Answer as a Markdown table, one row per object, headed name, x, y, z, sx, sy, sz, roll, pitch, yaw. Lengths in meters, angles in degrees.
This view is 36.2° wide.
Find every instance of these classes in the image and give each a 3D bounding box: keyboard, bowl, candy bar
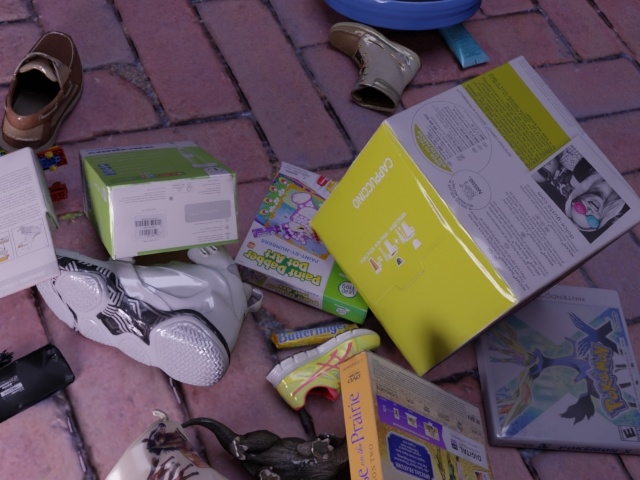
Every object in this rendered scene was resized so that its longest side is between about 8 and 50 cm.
| name | x | y | z | sx | sy | sz | roll | pitch | yaw |
| --- | --- | --- | --- | --- | --- | --- | --- | --- | --- |
| keyboard | -0.482 | 0.219 | 1.497 | 0.192 | 0.038 | 0.100 | -28 | 88 | -32 |
| bowl | 0.182 | -0.581 | 2.186 | 0.391 | 0.077 | 0.391 | 2 | 38 | -2 |
| candy bar | -0.009 | 0.162 | 1.666 | 0.161 | 0.018 | 0.040 | -6 | 29 | -19 |

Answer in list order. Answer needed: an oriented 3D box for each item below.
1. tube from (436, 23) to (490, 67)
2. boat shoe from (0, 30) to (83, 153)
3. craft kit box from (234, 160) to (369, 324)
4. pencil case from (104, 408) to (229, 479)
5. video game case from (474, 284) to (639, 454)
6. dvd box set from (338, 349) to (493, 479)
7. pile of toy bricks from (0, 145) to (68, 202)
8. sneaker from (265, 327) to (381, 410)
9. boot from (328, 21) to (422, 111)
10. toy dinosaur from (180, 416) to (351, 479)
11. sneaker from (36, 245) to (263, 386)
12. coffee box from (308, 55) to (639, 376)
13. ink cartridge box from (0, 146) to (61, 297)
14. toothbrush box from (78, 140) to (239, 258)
| name | x | y | z | sx | sy | sz | roll | pitch | yaw |
| --- | --- | --- | --- | --- | --- | --- | --- | --- | --- |
| tube | 0.300 | -0.476 | 2.223 | 0.080 | 0.052 | 0.207 | -23 | 66 | -23 |
| boat shoe | -0.508 | -0.289 | 1.805 | 0.123 | 0.116 | 0.324 | 9 | 48 | -10 |
| craft kit box | 0.000 | 0.000 | 1.756 | 0.250 | 0.061 | 0.246 | 20 | 58 | 4 |
| pencil case | -0.129 | 0.417 | 1.353 | 0.410 | 0.160 | 0.183 | 38 | 69 | 14 |
| video game case | 0.423 | 0.217 | 1.739 | 0.300 | 0.036 | 0.329 | 6 | 53 | -11 |
| dvd box set | 0.163 | 0.397 | 1.416 | 0.307 | 0.062 | 0.420 | 30 | 41 | -40 |
| pile of toy bricks | -0.539 | -0.108 | 1.690 | 0.212 | 0.118 | 0.105 | -15 | 29 | -7 |
| sneaker | 0.017 | 0.216 | 1.609 | 0.208 | 0.081 | 0.094 | -23 | 71 | -23 |
| boot | 0.092 | -0.366 | 2.065 | 0.213 | 0.077 | 0.165 | 26 | 54 | 4 |
| toy dinosaur | -0.060 | 0.330 | 1.471 | 0.313 | 0.160 | 0.121 | 2 | 81 | 0 |
| sneaker | -0.275 | 0.078 | 1.594 | 0.366 | 0.137 | 0.210 | 27 | 44 | 9 |
| coffee box | 0.245 | -0.037 | 1.611 | 0.334 | 0.337 | 0.338 | -28 | 77 | -32 |
| ink cartridge box | -0.562 | 0.013 | 1.539 | 0.296 | 0.066 | 0.261 | -20 | 61 | -4 |
| toothbrush box | -0.274 | -0.077 | 1.624 | 0.206 | 0.122 | 0.283 | -8 | 20 | -21 |
